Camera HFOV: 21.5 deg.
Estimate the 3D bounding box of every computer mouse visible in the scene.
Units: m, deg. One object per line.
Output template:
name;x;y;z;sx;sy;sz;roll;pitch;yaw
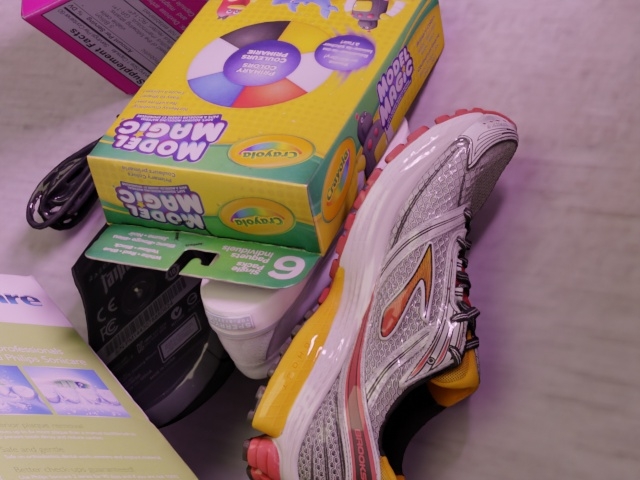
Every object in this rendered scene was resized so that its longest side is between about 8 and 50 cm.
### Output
computer mouse;-0.069;-0.007;0.978;0.184;0.060;0.262;-44;39;9

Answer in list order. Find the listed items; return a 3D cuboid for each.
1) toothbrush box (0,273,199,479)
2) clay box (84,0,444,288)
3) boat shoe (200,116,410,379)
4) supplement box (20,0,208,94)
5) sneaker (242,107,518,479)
toothbrush box;-0.172;0.171;0.866;0.283;0.122;0.206;41;116;42
clay box;-0.030;-0.068;0.901;0.127;0.053;0.222;8;42;22
boat shoe;0.000;0.000;0.906;0.066;0.063;0.184;5;42;24
supplement box;-0.068;-0.195;1.041;0.220;0.114;0.111;-19;57;26
sneaker;0.051;0.038;0.856;0.092;0.088;0.225;22;80;22
